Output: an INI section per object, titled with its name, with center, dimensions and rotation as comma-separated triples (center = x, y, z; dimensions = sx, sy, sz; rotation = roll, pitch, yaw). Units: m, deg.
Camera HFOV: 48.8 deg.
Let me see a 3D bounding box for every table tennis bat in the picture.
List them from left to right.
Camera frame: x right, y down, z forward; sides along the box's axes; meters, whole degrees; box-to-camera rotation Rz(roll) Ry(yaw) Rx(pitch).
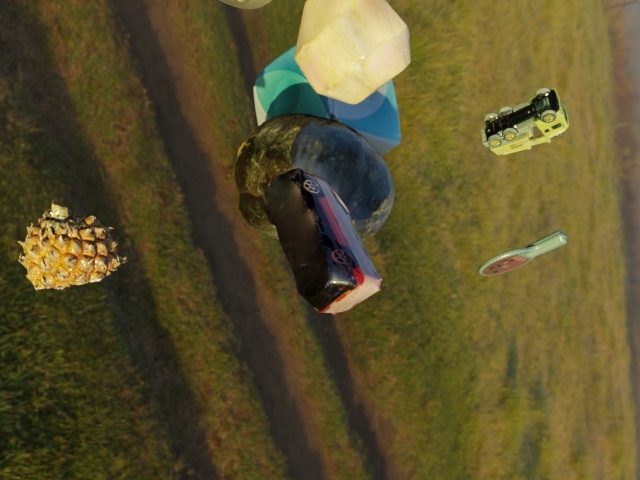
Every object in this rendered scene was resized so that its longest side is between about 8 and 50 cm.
[table tennis bat]
center = 0.527, 0.037, 1.846
dimensions = 0.153, 0.244, 0.040
rotation = 14, 54, -54

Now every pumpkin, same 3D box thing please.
[pumpkin]
center = -0.017, -0.161, 1.934
dimensions = 0.454, 0.455, 0.343
rotation = 38, 61, -59

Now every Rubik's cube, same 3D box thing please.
[Rubik's cube]
center = 0.021, -0.423, 2.298
dimensions = 0.352, 0.347, 0.351
rotation = 12, 63, -42

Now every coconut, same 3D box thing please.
[coconut]
center = 0.051, -0.389, 1.381
dimensions = 0.197, 0.237, 0.236
rotation = -48, 127, -46

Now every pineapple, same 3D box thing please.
[pineapple]
center = -0.443, -0.007, 1.230
dimensions = 0.161, 0.176, 0.136
rotation = -41, 133, -52

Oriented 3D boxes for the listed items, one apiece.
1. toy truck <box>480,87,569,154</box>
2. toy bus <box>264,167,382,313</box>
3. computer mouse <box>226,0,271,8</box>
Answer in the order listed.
[toy truck]
center = 0.414, -0.227, 1.420
dimensions = 0.100, 0.169, 0.077
rotation = 36, 42, -41
[toy bus]
center = 0.000, 0.000, 1.433
dimensions = 0.147, 0.127, 0.302
rotation = 12, 45, -47
[computer mouse]
center = -0.273, -0.672, 1.793
dimensions = 0.331, 0.197, 0.094
rotation = 18, 76, -32
